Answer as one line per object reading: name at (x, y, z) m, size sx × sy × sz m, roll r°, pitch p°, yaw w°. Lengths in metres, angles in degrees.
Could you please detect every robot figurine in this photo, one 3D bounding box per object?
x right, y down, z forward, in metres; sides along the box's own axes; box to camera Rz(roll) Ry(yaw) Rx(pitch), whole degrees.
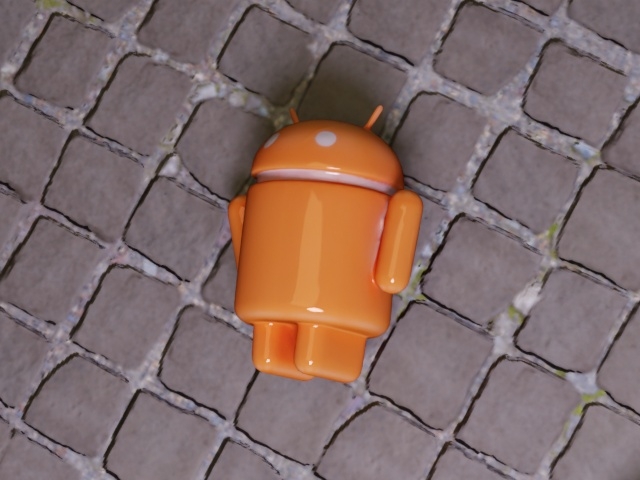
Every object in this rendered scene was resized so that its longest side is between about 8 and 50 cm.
robot figurine at (-0.002, 0.000, 1.379) m, size 0.128 × 0.158 × 0.219 m, roll 9°, pitch 81°, yaw -13°
